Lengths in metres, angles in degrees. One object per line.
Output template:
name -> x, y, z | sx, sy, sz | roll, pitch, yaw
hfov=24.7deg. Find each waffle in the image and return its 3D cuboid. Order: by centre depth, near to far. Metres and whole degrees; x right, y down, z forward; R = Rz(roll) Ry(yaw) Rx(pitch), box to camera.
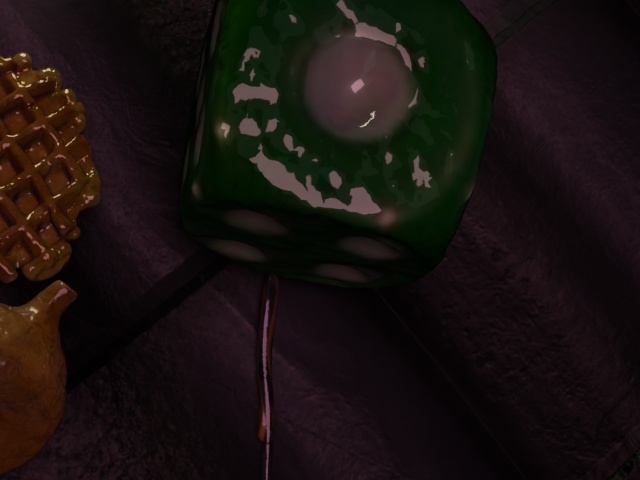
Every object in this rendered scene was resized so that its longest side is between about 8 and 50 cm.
waffle -> -0.386, -0.083, 1.593 | 0.281, 0.058, 0.301 | -10, 70, -14

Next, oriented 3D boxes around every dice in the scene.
dice -> 0.010, -0.121, 1.580 | 0.297, 0.300, 0.287 | 13, 74, -10

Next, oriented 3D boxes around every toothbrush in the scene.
toothbrush -> -0.064, 0.190, 1.672 | 0.031, 0.023, 0.321 | 7, 81, -14

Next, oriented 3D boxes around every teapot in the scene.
teapot -> -0.384, 0.145, 1.546 | 0.311, 0.167, 0.203 | -32, 134, 8
